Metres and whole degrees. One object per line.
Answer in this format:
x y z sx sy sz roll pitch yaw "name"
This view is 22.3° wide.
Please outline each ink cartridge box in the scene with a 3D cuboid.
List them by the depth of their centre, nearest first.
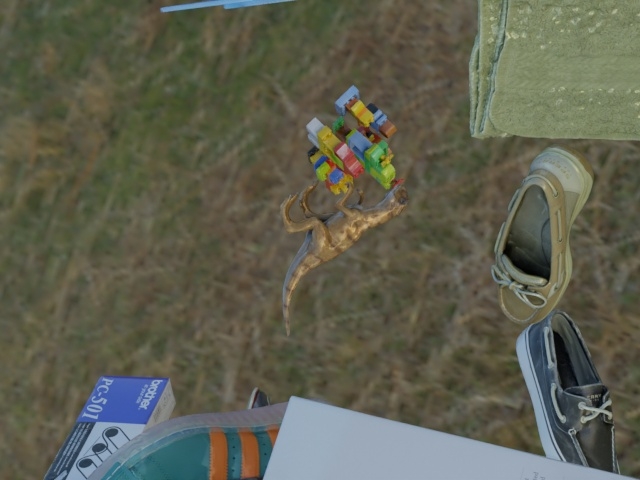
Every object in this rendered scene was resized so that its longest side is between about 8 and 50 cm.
-0.257 0.247 1.997 0.097 0.046 0.207 0 34 16 "ink cartridge box"

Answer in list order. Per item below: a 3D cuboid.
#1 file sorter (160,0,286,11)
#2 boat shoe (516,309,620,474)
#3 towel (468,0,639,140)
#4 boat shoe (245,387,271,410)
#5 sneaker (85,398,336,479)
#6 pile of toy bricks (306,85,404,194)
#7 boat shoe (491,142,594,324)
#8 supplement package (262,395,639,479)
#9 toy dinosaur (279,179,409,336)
-0.070 -0.265 1.260 0.118 0.104 0.170 0 102 39 "file sorter"
0.278 0.182 1.769 0.070 0.078 0.219 -47 57 50 "boat shoe"
0.152 -0.099 0.856 0.027 0.148 0.110 -95 5 -45 "towel"
-0.059 0.190 1.622 0.137 0.043 0.049 -87 12 -71 "boat shoe"
-0.056 0.204 1.287 0.121 0.302 0.108 33 121 37 "sneaker"
0.057 -0.102 1.989 0.118 0.212 0.105 -44 76 -9 "pile of toy bricks"
0.142 0.004 1.095 0.056 0.048 0.153 34 138 19 "boat shoe"
0.092 0.253 1.105 0.263 0.198 0.199 12 70 19 "supplement package"
0.000 0.000 1.774 0.211 0.064 0.112 -40 84 13 "toy dinosaur"
